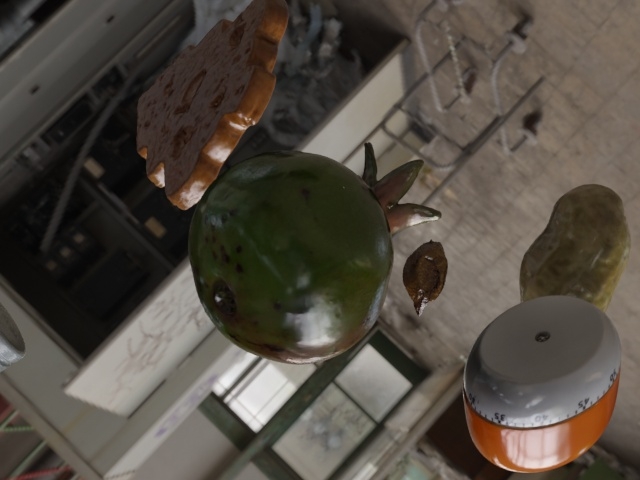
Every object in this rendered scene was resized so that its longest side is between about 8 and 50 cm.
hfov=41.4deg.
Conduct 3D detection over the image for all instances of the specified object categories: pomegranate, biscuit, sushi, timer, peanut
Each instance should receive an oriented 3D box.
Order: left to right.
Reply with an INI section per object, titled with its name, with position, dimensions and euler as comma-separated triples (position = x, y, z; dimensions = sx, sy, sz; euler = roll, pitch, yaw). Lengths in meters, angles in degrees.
[biscuit]
position = -0.148, -0.173, 1.052
dimensions = 0.043, 0.284, 0.306
euler = 30, 170, -34
[pomegranate]
position = 0.000, 0.000, 0.717
dimensions = 0.181, 0.224, 0.182
euler = 36, 139, 38
[sushi]
position = 0.125, 0.038, 1.027
dimensions = 0.050, 0.099, 0.047
euler = 31, 157, -16
[timer]
position = 0.161, 0.113, 0.608
dimensions = 0.099, 0.136, 0.136
euler = 31, 165, 52
[peanut]
position = 0.339, 0.034, 1.135
dimensions = 0.129, 0.224, 0.129
euler = 25, -179, 0

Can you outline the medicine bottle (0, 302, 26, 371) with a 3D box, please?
[medicine bottle]
position = -0.263, 0.082, 0.597
dimensions = 0.058, 0.091, 0.058
euler = 57, 173, 11
